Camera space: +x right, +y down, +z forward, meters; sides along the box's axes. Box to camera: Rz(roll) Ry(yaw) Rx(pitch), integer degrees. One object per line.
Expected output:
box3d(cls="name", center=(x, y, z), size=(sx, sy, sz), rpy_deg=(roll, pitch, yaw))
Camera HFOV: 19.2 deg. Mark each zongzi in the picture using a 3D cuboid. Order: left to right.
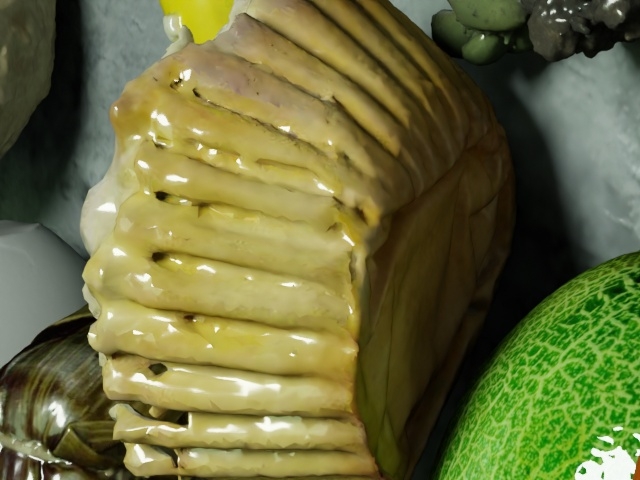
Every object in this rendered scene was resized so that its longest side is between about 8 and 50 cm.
box3d(cls="zongzi", center=(-0.096, 0.166, 1.034), size=(0.134, 0.286, 0.288), rpy_deg=(7, 107, 18))

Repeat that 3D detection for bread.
box3d(cls="bread", center=(0.000, 0.000, 0.899), size=(0.149, 0.274, 0.274), rpy_deg=(8, 101, 20))

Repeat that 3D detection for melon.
box3d(cls="melon", center=(0.130, 0.095, 0.812), size=(0.265, 0.129, 0.169), rpy_deg=(28, 112, 51))

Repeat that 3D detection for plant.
box3d(cls="plant", center=(0.107, -0.117, 0.868), size=(0.174, 0.087, 0.085), rpy_deg=(-2, 56, 57))

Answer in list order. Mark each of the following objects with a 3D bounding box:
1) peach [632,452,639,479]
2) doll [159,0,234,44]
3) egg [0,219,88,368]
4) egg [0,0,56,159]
box3d(cls="peach", center=(0.217, 0.132, 0.629), size=(0.214, 0.214, 0.235), rpy_deg=(-32, 70, 51))
box3d(cls="doll", center=(-0.037, -0.210, 1.028), size=(0.237, 0.111, 0.252), rpy_deg=(-60, 39, 36))
box3d(cls="egg", center=(-0.212, 0.104, 1.241), size=(0.176, 0.176, 0.232), rpy_deg=(17, 113, 52))
box3d(cls="egg", center=(-0.308, -0.154, 1.285), size=(0.310, 0.279, 0.279), rpy_deg=(-108, 35, -46))
